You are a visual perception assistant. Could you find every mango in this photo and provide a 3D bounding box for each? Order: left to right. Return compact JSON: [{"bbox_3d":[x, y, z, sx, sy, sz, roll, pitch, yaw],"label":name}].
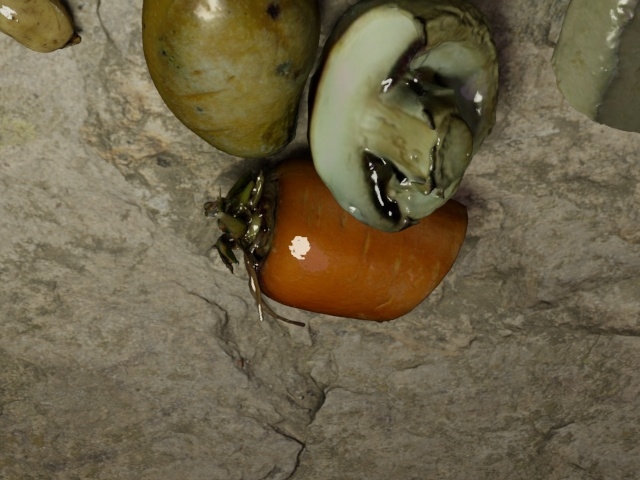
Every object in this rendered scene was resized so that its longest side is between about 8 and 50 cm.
[{"bbox_3d":[-0.098,-0.212,1.087,0.176,0.176,0.329,30,156,8],"label":"mango"}]

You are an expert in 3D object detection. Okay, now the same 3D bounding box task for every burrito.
[{"bbox_3d":[0.350,-0.250,1.121,0.143,0.105,0.299,-3,134,-9],"label":"burrito"}]

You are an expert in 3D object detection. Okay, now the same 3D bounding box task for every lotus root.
[{"bbox_3d":[-0.325,-0.251,1.084,0.152,0.063,0.072,28,137,-34],"label":"lotus root"}]

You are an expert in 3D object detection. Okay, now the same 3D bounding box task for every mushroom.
[{"bbox_3d":[0.102,-0.158,1.143,0.164,0.189,0.267,-25,120,-41],"label":"mushroom"}]

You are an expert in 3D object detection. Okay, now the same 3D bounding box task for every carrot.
[{"bbox_3d":[0.000,0.000,1.276,0.331,0.193,0.214,17,109,-22],"label":"carrot"}]
